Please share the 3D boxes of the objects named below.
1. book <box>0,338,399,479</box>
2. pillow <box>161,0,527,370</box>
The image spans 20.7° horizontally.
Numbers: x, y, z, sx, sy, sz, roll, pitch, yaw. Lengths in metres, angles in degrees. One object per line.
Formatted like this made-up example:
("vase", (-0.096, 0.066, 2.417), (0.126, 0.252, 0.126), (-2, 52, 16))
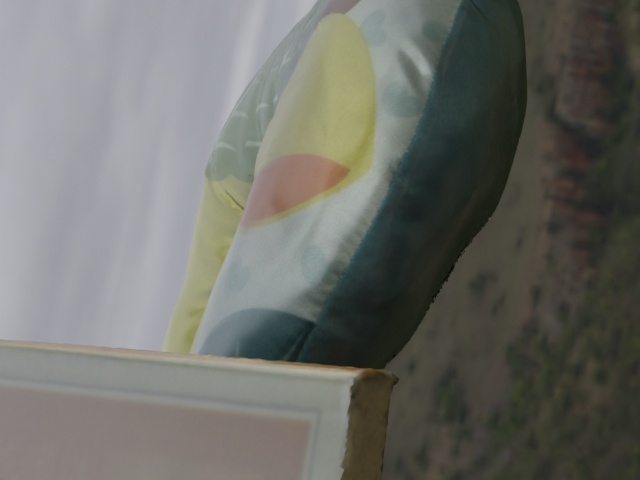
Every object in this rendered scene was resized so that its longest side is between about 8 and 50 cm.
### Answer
("book", (-0.080, 0.110, 0.455), (0.242, 0.018, 0.170), (0, 81, 47))
("pillow", (0.000, 0.000, 0.605), (0.214, 0.086, 0.233), (-65, 9, -3))
